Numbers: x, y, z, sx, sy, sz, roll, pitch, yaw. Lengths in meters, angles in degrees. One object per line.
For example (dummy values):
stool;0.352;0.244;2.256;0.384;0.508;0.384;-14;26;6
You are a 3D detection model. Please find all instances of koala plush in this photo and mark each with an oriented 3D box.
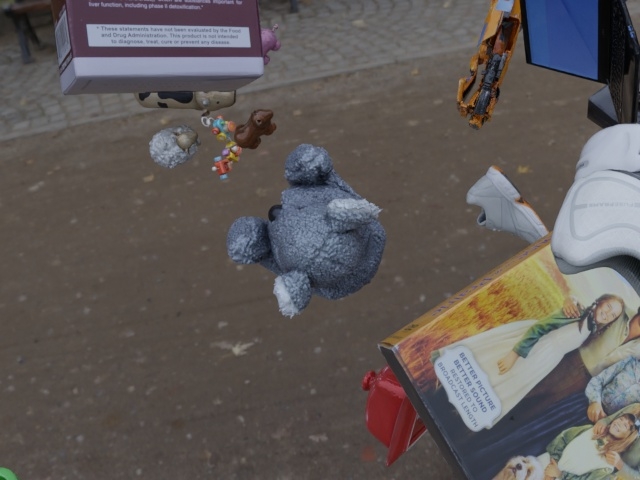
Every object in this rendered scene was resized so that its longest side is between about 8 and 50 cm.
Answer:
koala plush;0.000;0.000;0.894;0.196;0.203;0.221;-51;6;3

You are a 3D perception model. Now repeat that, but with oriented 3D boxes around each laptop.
laptop;0.399;-0.285;1.088;0.136;0.234;0.264;-9;56;17

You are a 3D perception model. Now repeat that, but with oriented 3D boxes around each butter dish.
butter dish;0.120;0.246;1.106;0.118;0.160;0.160;25;27;28

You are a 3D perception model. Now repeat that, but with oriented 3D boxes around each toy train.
toy train;-0.244;-0.245;1.786;0.046;0.166;0.125;-14;5;26

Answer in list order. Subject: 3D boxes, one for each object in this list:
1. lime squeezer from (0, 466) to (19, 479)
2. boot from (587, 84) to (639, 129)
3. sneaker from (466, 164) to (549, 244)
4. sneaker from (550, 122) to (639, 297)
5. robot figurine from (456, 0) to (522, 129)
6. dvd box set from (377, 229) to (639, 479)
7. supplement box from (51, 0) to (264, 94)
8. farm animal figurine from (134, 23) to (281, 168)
lime squeezer;-0.243;0.222;0.533;0.310;0.110;0.059;-37;15;43
boot;0.986;-0.315;1.826;0.367;0.146;0.445;-25;48;-15
sneaker;0.441;-0.054;1.648;0.121;0.262;0.099;-39;21;15
sneaker;0.304;0.034;0.493;0.292;0.110;0.118;29;77;14
robot figurine;0.349;-0.373;1.432;0.085;0.291;0.211;19;2;12
dvd box set;0.316;0.133;0.760;0.420;0.308;0.062;-30;1;-12
supplement box;-0.120;-0.225;0.471;0.130;0.240;0.073;-7;5;-27
farm animal figurine;-0.238;-0.325;1.384;0.326;0.330;0.172;-10;12;17
